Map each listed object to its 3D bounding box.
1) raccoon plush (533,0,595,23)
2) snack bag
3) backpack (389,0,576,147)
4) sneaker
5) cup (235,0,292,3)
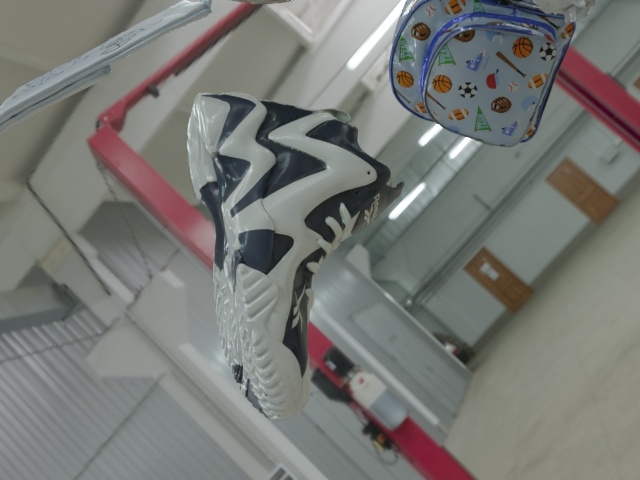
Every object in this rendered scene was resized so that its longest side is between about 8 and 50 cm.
[{"bbox_3d":[0.330,-0.427,0.783,0.216,0.447,0.299,21,-38,-40],"label":"raccoon plush"},{"bbox_3d":[-0.322,-0.273,1.229,0.342,0.037,0.323,-30,21,-4],"label":"snack bag"},{"bbox_3d":[0.238,-0.283,1.277,0.213,0.263,0.277,-67,-8,-57],"label":"backpack"},{"bbox_3d":[0.000,0.000,0.579,0.153,0.235,0.094,-7,-27,-19],"label":"sneaker"},{"bbox_3d":[-0.027,-0.394,0.708,0.331,0.331,0.237,-45,19,-12],"label":"cup"}]
